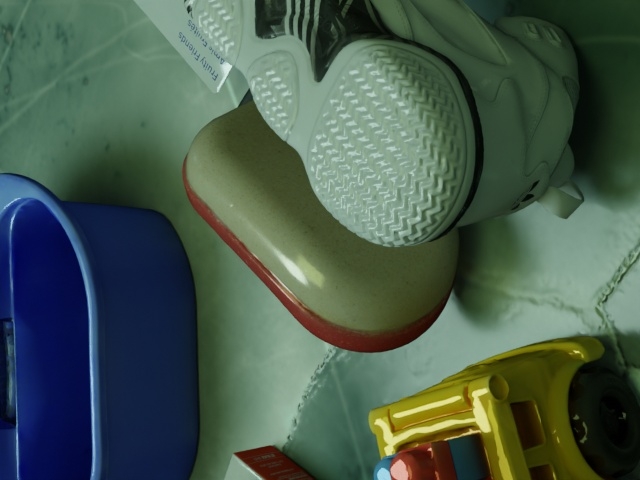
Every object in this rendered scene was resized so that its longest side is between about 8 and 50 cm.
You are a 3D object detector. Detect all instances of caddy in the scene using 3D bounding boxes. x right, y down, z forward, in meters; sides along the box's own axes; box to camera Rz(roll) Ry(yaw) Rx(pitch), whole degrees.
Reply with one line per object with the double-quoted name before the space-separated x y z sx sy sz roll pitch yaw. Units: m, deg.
"caddy" -0.247 0.111 1.392 0.241 0.179 0.341 1 94 40

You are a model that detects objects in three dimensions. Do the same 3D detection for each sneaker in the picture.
"sneaker" 0.044 -0.146 1.109 0.137 0.210 0.366 -49 57 32

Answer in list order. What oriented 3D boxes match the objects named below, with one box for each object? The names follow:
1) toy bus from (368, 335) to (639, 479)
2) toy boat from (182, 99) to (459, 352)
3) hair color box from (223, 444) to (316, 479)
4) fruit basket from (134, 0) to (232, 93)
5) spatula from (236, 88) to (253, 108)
"toy bus" 0.121 0.189 1.064 0.149 0.211 0.220 -21 81 38
"toy boat" 0.000 0.000 1.220 0.231 0.151 0.151 46 151 29
"hair color box" -0.014 0.251 1.286 0.167 0.053 0.093 33 113 33
"fruit basket" -0.120 -0.350 1.260 0.327 0.165 0.353 50 125 26
"spatula" 0.003 -0.177 1.252 0.296 0.030 0.084 -49 62 32
